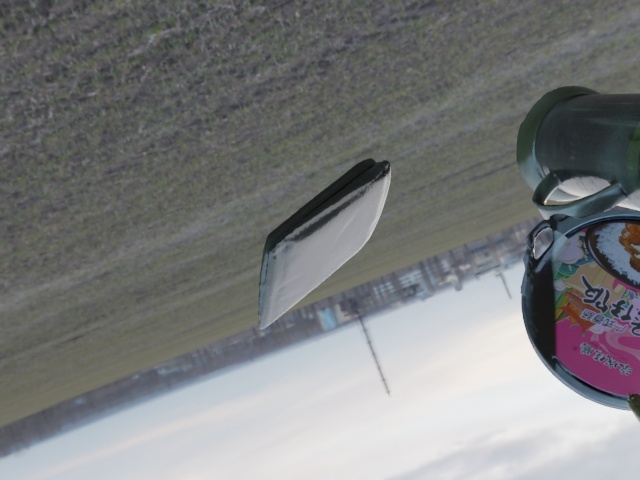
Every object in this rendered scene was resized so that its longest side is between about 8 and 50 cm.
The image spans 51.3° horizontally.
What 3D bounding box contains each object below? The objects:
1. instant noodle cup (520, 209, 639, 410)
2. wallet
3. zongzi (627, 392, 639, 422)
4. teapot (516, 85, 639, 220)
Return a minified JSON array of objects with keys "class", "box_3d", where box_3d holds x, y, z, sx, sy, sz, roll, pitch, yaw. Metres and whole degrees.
[{"class":"instant noodle cup","box_3d":[0.403,0.107,0.910,0.258,0.302,0.181,-33,159,0]},{"class":"wallet","box_3d":[0.000,0.000,0.867,0.245,0.052,0.168,-38,152,-40]},{"class":"zongzi","box_3d":[0.254,0.081,0.302,0.081,0.178,0.189,4,125,-35]},{"class":"teapot","box_3d":[0.446,-0.119,1.001,0.270,0.200,0.337,-36,-163,-5]}]
